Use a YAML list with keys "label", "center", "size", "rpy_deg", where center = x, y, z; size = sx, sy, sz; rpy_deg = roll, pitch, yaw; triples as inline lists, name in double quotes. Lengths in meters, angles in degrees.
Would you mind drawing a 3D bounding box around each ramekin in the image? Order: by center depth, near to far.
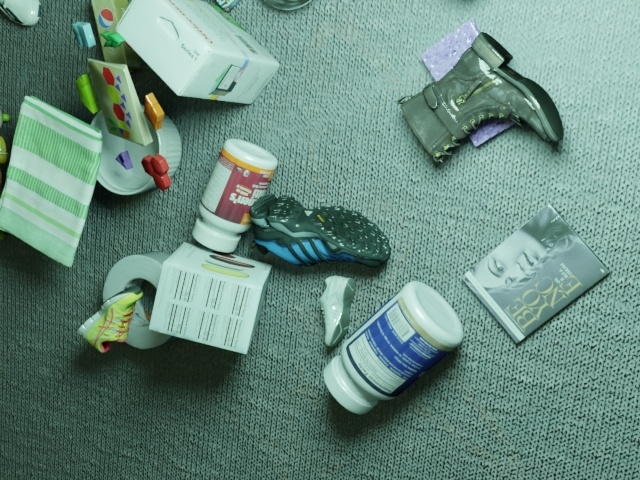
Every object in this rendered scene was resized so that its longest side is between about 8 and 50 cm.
- label: "ramekin"
  center: [-0.409, -0.207, 1.878]
  size: [0.207, 0.109, 0.207]
  rpy_deg: [3, 98, 25]

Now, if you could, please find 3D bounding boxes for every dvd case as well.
- label: "dvd case"
  center: [0.397, 0.063, 1.568]
  size: [0.221, 0.018, 0.164]
  rpy_deg: [-44, 77, 24]

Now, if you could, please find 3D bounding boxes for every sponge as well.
- label: "sponge"
  center: [0.289, -0.293, 1.571]
  size: [0.117, 0.031, 0.210]
  rpy_deg: [-33, 82, 26]

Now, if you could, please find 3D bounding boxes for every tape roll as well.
- label: "tape roll"
  center: [-0.392, 0.136, 1.931]
  size: [0.219, 0.072, 0.219]
  rpy_deg: [3, 98, 26]

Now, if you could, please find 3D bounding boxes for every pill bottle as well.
- label: "pill bottle"
  center: [0.136, 0.215, 1.638]
  size: [0.265, 0.153, 0.153]
  rpy_deg: [-44, 77, 24]
- label: "pill bottle"
  center: [-0.185, -0.093, 1.775]
  size: [0.121, 0.121, 0.221]
  rpy_deg: [31, 109, 20]

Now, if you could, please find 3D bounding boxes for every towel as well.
- label: "towel"
  center: [-0.620, -0.136, 1.905]
  size: [0.248, 0.038, 0.324]
  rpy_deg: [26, 106, 19]

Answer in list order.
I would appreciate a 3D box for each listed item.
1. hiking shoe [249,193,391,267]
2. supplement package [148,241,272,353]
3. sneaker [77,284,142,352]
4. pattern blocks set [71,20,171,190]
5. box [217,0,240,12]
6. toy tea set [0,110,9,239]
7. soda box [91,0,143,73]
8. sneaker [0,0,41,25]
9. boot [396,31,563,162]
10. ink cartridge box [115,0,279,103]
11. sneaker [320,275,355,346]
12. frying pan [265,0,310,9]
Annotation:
- label: "hiking shoe"
  center: [0.000, 0.000, 1.724]
  size: [0.304, 0.113, 0.132]
  rpy_deg: [19, 134, 17]
- label: "supplement package"
  center: [-0.222, 0.115, 1.745]
  size: [0.203, 0.194, 0.149]
  rpy_deg: [15, 103, -1]
- label: "sneaker"
  center: [-0.455, 0.179, 1.890]
  size: [0.208, 0.081, 0.094]
  rpy_deg: [-41, 85, 31]
- label: "pattern blocks set"
  center: [-0.406, -0.279, 1.708]
  size: [0.285, 0.026, 0.324]
  rpy_deg: [29, 138, 33]
- label: "box"
  center: [-0.203, -0.568, 1.779]
  size: [0.094, 0.027, 0.137]
  rpy_deg: [-38, 79, 24]
- label: "toy tea set"
  center: [-0.776, -0.169, 2.081]
  size: [0.200, 0.124, 0.335]
  rpy_deg: [6, 104, 55]
- label: "soda box"
  center: [-0.460, -0.468, 1.900]
  size: [0.061, 0.058, 0.181]
  rpy_deg: [-12, 90, 26]
- label: "sneaker"
  center: [-0.784, -0.597, 1.989]
  size: [0.094, 0.153, 0.235]
  rpy_deg: [-46, 76, 24]
- label: "boot"
  center: [0.286, -0.221, 1.527]
  size: [0.229, 0.091, 0.263]
  rpy_deg: [-45, 73, 30]
- label: "ink cartridge box"
  center: [-0.240, -0.385, 1.679]
  size: [0.201, 0.278, 0.117]
  rpy_deg: [46, 111, 14]
- label: "sneaker"
  center: [0.029, 0.145, 1.743]
  size: [0.061, 0.054, 0.152]
  rpy_deg: [15, 97, 33]
- label: "frying pan"
  center: [-0.051, -0.627, 1.674]
  size: [0.197, 0.053, 0.326]
  rpy_deg: [14, 105, 30]
